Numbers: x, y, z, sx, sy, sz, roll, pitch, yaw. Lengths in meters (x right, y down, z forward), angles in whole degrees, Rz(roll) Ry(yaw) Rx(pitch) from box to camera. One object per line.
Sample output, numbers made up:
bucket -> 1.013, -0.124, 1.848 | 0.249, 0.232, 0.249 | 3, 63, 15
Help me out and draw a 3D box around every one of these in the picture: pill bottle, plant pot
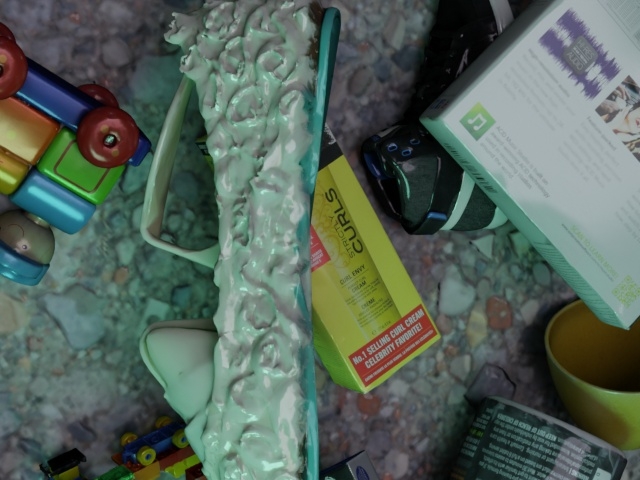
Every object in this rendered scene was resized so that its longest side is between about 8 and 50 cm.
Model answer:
pill bottle -> 0.145, 0.261, 1.076 | 0.130, 0.130, 0.246 | 27, 84, -24
plant pot -> 0.258, 0.123, 1.129 | 0.134, 0.134, 0.095 | -20, 127, -22

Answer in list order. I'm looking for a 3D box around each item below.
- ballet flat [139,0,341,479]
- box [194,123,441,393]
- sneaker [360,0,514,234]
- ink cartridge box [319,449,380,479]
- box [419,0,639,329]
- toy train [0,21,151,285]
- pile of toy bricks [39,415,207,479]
ballet flat -> -0.058, 0.026, 0.908 | 0.147, 0.147, 0.409 | 4, 86, -25
box -> 0.000, 0.000, 1.024 | 0.087, 0.058, 0.232 | -33, 107, -18
sneaker -> 0.089, -0.110, 1.044 | 0.121, 0.079, 0.217 | -8, 99, -24
ink cartridge box -> 0.036, 0.276, 1.009 | 0.097, 0.046, 0.207 | -30, 84, 22
box -> 0.266, -0.124, 1.030 | 0.322, 0.058, 0.232 | -45, 105, -5
toy train -> -0.252, -0.082, 0.886 | 0.248, 0.105, 0.143 | 32, 95, -24
pile of toy bricks -> -0.156, 0.219, 0.948 | 0.212, 0.118, 0.105 | -23, 122, -31
